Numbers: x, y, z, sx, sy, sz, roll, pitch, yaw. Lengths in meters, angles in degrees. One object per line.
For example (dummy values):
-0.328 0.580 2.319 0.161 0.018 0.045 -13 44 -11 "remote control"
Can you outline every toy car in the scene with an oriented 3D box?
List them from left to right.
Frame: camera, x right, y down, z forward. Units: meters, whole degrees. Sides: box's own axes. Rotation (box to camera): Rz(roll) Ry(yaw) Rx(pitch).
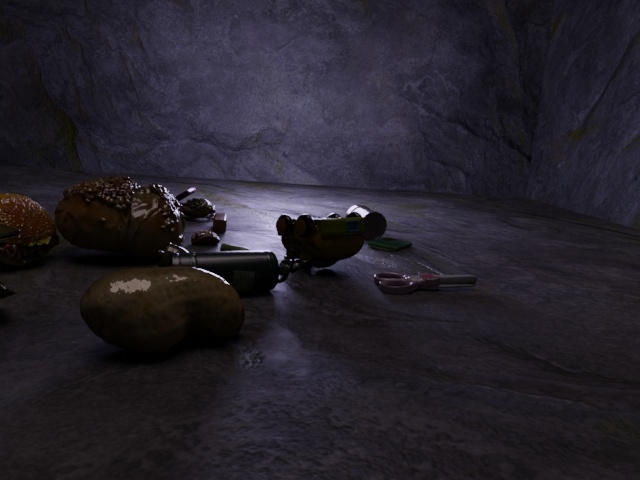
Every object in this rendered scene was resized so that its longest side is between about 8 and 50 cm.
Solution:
0.000 0.000 1.377 0.200 0.142 0.248 -5 4 -38 "toy car"

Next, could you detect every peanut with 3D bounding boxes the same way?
-0.236 0.108 0.836 0.253 0.137 0.122 -4 -31 -37 "peanut"

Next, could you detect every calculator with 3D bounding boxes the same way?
-0.561 -0.147 2.019 0.190 0.034 0.126 -25 9 5 "calculator"

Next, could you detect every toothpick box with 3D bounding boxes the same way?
0.155 -0.064 1.846 0.098 0.098 0.149 0 13 -17 "toothpick box"

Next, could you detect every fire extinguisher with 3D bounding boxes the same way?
-0.168 0.065 1.130 0.294 0.118 0.093 -1 48 -24 "fire extinguisher"

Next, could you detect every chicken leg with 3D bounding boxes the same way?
-0.469 -0.112 1.958 0.196 0.081 0.125 2 -1 31 "chicken leg"

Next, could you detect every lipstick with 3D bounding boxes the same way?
-0.337 -0.060 1.795 0.045 0.045 0.145 4 10 -9 "lipstick"

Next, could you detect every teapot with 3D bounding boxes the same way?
-0.341 0.063 1.205 0.080 0.085 0.110 25 40 -7 "teapot"

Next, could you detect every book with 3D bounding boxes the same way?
0.218 0.010 1.705 0.103 0.017 0.135 12 14 31 "book"

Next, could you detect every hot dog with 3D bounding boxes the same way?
-0.336 -0.008 1.561 0.083 0.035 0.058 -2 17 -26 "hot dog"

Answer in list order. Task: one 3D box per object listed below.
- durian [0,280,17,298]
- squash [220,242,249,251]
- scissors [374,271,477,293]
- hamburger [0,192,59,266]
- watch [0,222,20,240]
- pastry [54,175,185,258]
-0.703 0.050 0.886 0.394 0.163 0.198 1 8 20 "durian"
-0.230 0.027 1.451 0.083 0.028 0.027 9 13 21 "squash"
0.250 0.097 1.257 0.242 0.031 0.118 0 13 -7 "scissors"
-0.697 -0.027 1.231 0.116 0.173 0.210 -24 5 10 "hamburger"
-0.516 0.078 0.748 0.102 0.165 0.268 6 14 3 "watch"
-0.499 -0.071 1.360 0.315 0.184 0.284 12 8 -18 "pastry"
